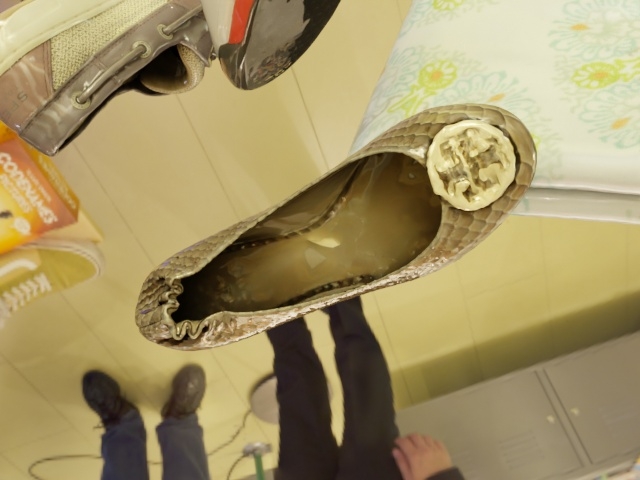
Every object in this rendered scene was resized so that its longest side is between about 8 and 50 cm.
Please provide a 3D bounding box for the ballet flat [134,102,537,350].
[{"bbox_3d":[0.000,0.000,0.408,0.250,0.058,0.084,-24,90,15],"label":"ballet flat"}]

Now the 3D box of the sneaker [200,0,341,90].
[{"bbox_3d":[-0.048,-0.207,0.341,0.090,0.145,0.270,-42,162,-31],"label":"sneaker"}]

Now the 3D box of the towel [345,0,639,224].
[{"bbox_3d":[0.235,-0.165,0.752,0.374,0.320,0.090,5,142,27],"label":"towel"}]

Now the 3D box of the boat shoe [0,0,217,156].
[{"bbox_3d":[-0.121,-0.148,0.539,0.103,0.285,0.092,-26,103,45],"label":"boat shoe"}]
